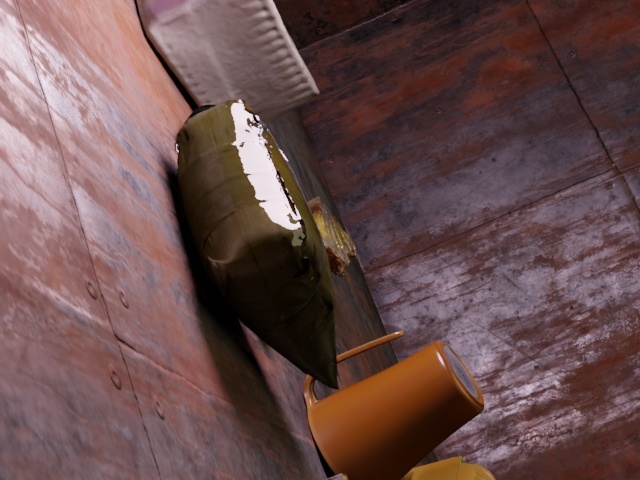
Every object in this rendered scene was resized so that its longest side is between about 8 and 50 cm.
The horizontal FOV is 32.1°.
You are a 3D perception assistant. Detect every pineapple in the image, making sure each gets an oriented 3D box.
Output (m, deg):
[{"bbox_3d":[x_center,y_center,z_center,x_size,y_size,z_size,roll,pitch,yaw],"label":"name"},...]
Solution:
[{"bbox_3d":[0.000,0.000,2.529,0.236,0.115,0.186,37,31,-73],"label":"pineapple"}]

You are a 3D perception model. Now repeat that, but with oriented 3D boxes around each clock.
[{"bbox_3d":[0.279,0.620,2.221,0.244,0.200,0.316,-49,126,-68],"label":"clock"}]

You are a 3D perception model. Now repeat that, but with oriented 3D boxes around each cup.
[{"bbox_3d":[0.105,0.262,1.757,0.226,0.264,0.182,56,12,8],"label":"cup"}]

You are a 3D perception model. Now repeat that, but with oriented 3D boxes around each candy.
[{"bbox_3d":[-0.158,-0.334,1.908,0.145,0.208,0.358,63,4,34],"label":"candy"}]

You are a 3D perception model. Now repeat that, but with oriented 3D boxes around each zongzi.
[{"bbox_3d":[-0.068,0.010,1.538,0.360,0.160,0.322,60,10,-49],"label":"zongzi"}]

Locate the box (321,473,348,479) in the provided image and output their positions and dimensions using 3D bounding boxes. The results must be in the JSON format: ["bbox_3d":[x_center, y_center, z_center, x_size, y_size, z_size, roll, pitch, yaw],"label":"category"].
[{"bbox_3d":[0.028,0.394,1.550,0.247,0.033,0.129,44,23,-76],"label":"box"}]

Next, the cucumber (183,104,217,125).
[{"bbox_3d":[-0.176,-0.172,1.730,0.241,0.075,0.074,-73,140,-80],"label":"cucumber"}]
